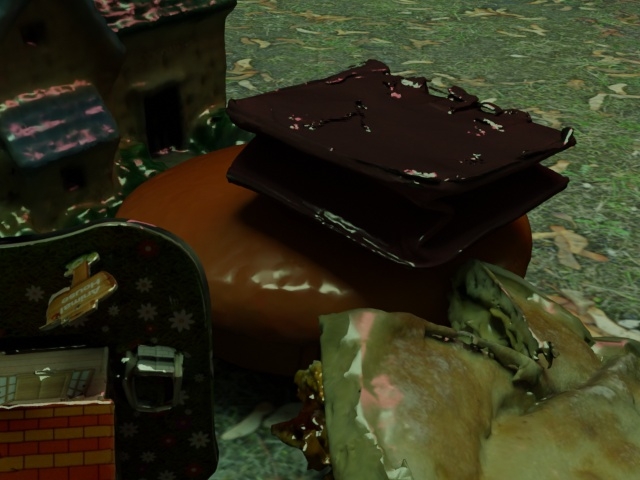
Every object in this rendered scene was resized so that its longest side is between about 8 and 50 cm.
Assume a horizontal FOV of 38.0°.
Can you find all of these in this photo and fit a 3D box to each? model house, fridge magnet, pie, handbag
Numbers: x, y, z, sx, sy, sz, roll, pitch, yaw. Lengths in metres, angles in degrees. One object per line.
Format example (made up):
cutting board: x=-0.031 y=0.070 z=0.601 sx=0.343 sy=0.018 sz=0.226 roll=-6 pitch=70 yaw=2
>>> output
model house: x=-0.201 y=0.113 z=0.504 sx=0.293 sy=0.207 sz=0.154 roll=-3 pitch=28 yaw=-8
fridge magnet: x=0.000 y=0.000 z=0.811 sx=0.363 sy=0.155 sz=0.364 roll=1 pitch=25 yaw=0
pie: x=0.149 y=0.132 z=0.536 sx=0.337 sy=0.075 sz=0.338 roll=24 pitch=29 yaw=-14
handbag: x=0.059 y=-0.066 z=0.699 sx=0.203 sy=0.074 sz=0.216 roll=26 pitch=32 yaw=31
model house: x=-0.269 y=-0.187 z=0.979 sx=0.334 sy=0.343 sz=0.382 roll=20 pitch=30 yaw=36

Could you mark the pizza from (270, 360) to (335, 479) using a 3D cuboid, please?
pizza: x=0.036 y=0.151 z=0.571 sx=0.154 sy=0.069 sz=0.194 roll=-6 pitch=37 yaw=-37
